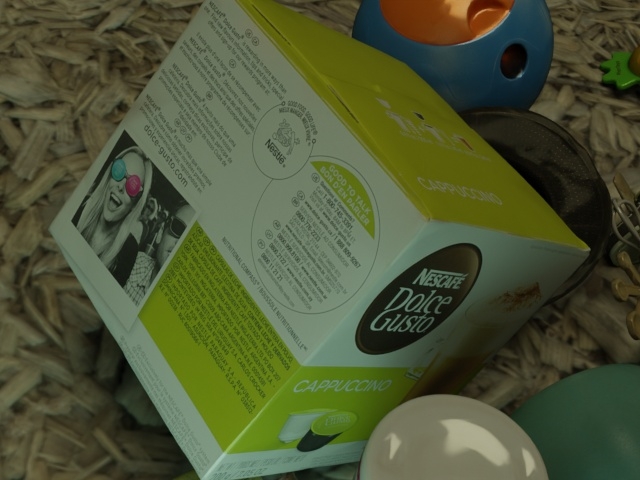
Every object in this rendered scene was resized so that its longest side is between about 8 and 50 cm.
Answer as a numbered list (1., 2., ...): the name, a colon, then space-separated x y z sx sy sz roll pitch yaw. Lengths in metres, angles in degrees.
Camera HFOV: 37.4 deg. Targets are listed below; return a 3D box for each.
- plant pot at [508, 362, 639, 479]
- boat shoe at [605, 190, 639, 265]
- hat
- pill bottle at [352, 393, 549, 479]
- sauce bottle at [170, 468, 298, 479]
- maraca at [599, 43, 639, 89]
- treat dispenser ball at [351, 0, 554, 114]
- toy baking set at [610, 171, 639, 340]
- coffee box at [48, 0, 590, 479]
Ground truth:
1. plant pot: 0.299 0.266 0.925 0.293 0.293 0.235 -9 49 -17
2. boat shoe: 0.487 -0.049 1.337 0.228 0.081 0.068 -34 50 -5
3. hat: 0.205 -0.013 1.236 0.331 0.134 0.331 -2 60 4
4. pill bottle: 0.094 0.279 0.873 0.160 0.283 0.160 5 49 -6
5. sauce bottle: -0.183 0.307 0.912 0.344 0.111 0.111 -20 56 -26
6. maraca: 0.563 -0.294 1.577 0.186 0.099 0.127 -7 38 17
7. treat dispenser ball: 0.188 -0.279 1.363 0.288 0.288 0.288 5 49 -6
8. toy baking set: 0.429 0.042 1.216 0.197 0.030 0.256 32 52 -38
9. coffee box: 0.000 0.000 0.980 0.337 0.334 0.338 9 37 -53
